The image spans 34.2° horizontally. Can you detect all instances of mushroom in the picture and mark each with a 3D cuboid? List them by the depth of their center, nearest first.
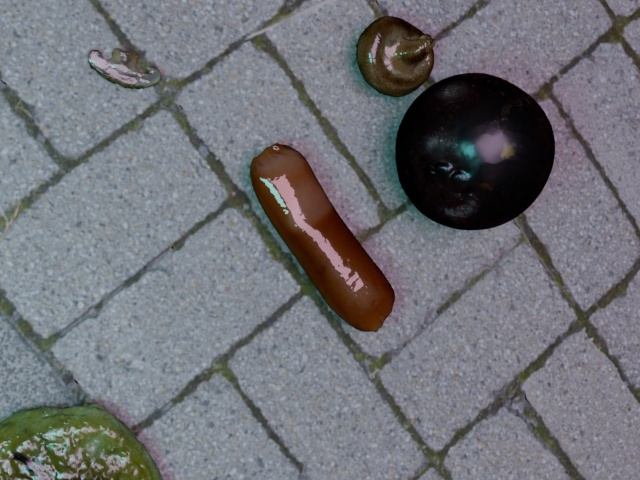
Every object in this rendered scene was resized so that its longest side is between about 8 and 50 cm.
[{"bbox_3d":[-0.262,-0.230,1.389,0.101,0.019,0.049,13,85,-20],"label":"mushroom"},{"bbox_3d":[0.108,-0.266,1.495,0.126,0.085,0.109,33,108,-32],"label":"mushroom"}]

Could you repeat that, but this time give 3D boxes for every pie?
[{"bbox_3d":[-0.349,0.364,1.327,0.323,0.070,0.323,0,91,-21],"label":"pie"}]

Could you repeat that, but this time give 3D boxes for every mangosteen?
[{"bbox_3d":[0.226,-0.137,1.482,0.228,0.228,0.265,56,40,-11],"label":"mangosteen"}]

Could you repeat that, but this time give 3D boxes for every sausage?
[{"bbox_3d":[0.000,0.000,1.453,0.089,0.083,0.300,-36,99,-11],"label":"sausage"}]
